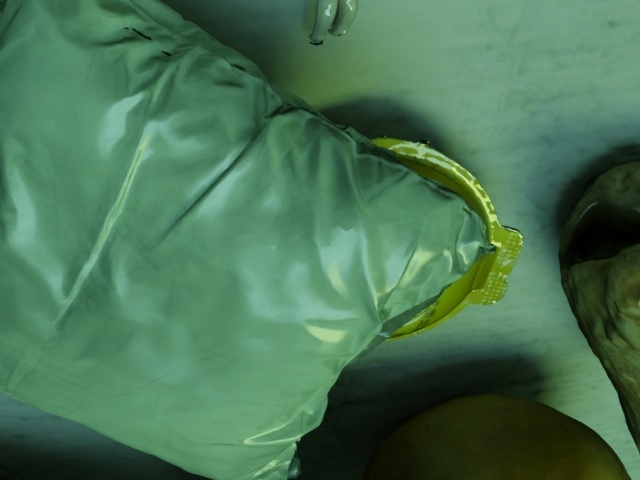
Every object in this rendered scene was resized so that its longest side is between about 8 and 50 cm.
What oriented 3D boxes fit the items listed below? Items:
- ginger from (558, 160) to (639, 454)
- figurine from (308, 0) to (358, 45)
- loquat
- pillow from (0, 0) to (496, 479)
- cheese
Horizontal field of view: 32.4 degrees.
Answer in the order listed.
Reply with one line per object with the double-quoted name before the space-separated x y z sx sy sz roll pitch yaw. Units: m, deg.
"ginger" 0.259 0.076 0.788 0.130 0.221 0.275 -21 144 19
"figurine" 0.019 -0.153 0.614 0.064 0.047 0.109 -24 150 -33
"loquat" 0.143 0.232 0.901 0.238 0.193 0.238 3 130 4
"pillow" -0.088 0.004 0.632 0.310 0.138 0.283 29 124 -7
"cheese" 0.000 0.000 0.735 0.270 0.069 0.177 7 127 -8
